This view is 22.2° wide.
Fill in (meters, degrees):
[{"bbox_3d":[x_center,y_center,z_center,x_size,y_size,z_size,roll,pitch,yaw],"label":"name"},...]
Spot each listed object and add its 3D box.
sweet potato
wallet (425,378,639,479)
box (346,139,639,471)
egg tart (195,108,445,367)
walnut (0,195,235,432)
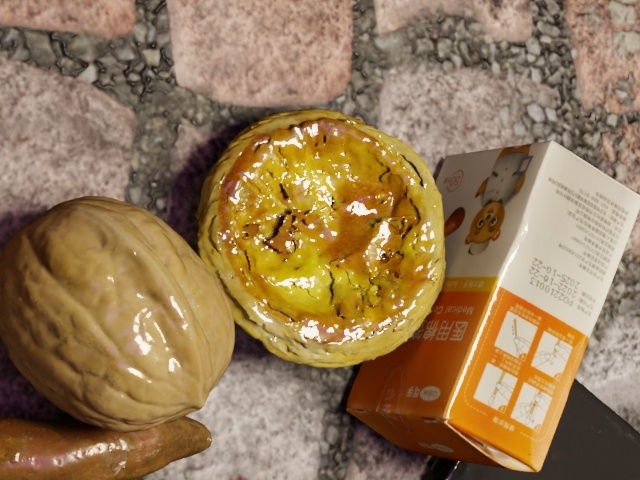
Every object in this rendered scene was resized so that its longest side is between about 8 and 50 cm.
[{"bbox_3d":[-0.243,0.222,1.695,0.292,0.097,0.097,-3,88,-24],"label":"sweet potato"},{"bbox_3d":[0.327,0.325,1.958,0.406,0.062,0.228,41,72,-17],"label":"wallet"},{"bbox_3d":[0.189,0.076,1.819,0.143,0.225,0.341,28,76,-24],"label":"box"},{"bbox_3d":[0.000,0.000,1.782,0.290,0.115,0.290,2,77,-10],"label":"egg tart"},{"bbox_3d":[-0.208,0.077,1.651,0.225,0.225,0.261,-39,77,-21],"label":"walnut"}]
